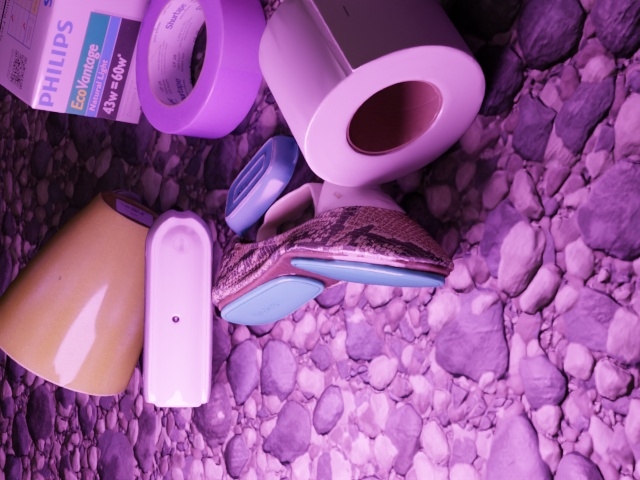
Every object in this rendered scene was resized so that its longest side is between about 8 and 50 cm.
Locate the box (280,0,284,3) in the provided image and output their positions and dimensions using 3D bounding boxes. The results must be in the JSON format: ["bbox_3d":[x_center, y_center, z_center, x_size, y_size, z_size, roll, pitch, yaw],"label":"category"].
[{"bbox_3d":[0.078,-0.416,1.585,0.311,0.148,0.121,-54,47,32],"label":"box"}]

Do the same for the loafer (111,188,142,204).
[{"bbox_3d":[-0.412,-0.007,2.205,0.251,0.094,0.087,-53,37,27],"label":"loafer"}]

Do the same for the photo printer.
[{"bbox_3d":[-0.226,0.105,1.882,0.256,0.107,0.307,145,126,-79],"label":"photo printer"}]

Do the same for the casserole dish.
[{"bbox_3d":[-0.096,-0.088,1.824,0.188,0.037,0.114,-47,26,37],"label":"casserole dish"}]

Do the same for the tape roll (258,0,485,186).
[{"bbox_3d":[0.063,-0.210,1.502,0.246,0.246,0.169,-53,47,34],"label":"tape roll"}]

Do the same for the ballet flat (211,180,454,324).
[{"bbox_3d":[0.000,0.000,1.644,0.483,0.164,0.181,-17,63,53],"label":"ballet flat"}]

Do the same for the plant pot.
[{"bbox_3d":[-0.392,0.071,2.068,0.275,0.275,0.293,42,107,46],"label":"plant pot"}]

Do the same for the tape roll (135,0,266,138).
[{"bbox_3d":[-0.203,-0.309,1.976,0.275,0.090,0.274,-9,79,52],"label":"tape roll"}]

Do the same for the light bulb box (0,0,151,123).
[{"bbox_3d":[-0.468,-0.445,2.216,0.361,0.225,0.357,34,112,47],"label":"light bulb box"}]
